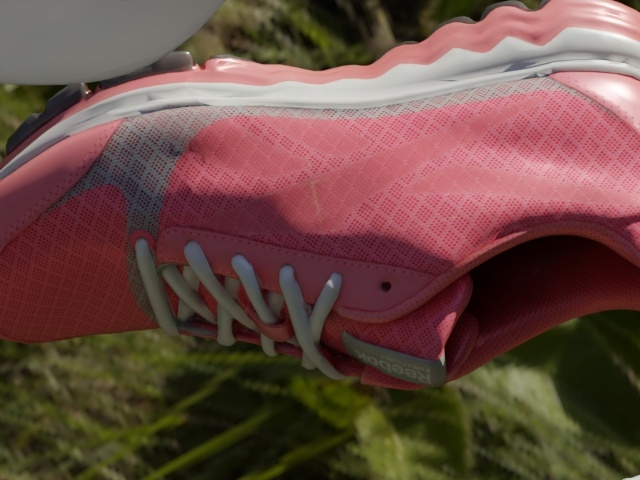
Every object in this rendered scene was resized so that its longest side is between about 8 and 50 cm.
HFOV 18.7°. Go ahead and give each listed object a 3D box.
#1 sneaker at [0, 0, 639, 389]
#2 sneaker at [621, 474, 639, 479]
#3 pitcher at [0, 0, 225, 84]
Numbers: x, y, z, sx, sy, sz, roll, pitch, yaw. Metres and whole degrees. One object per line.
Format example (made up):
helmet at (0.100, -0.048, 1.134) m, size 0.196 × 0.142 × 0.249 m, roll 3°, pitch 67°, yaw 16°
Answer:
sneaker at (0.000, 0.000, 0.757) m, size 0.313 × 0.116 × 0.136 m, roll -14°, pitch 53°, yaw 3°
sneaker at (0.082, 0.097, 0.565) m, size 0.282 × 0.099 × 0.153 m, roll -3°, pitch 31°, yaw 14°
pitcher at (-0.094, -0.142, 0.420) m, size 0.125 × 0.207 × 0.178 m, roll 6°, pitch 69°, yaw 43°
